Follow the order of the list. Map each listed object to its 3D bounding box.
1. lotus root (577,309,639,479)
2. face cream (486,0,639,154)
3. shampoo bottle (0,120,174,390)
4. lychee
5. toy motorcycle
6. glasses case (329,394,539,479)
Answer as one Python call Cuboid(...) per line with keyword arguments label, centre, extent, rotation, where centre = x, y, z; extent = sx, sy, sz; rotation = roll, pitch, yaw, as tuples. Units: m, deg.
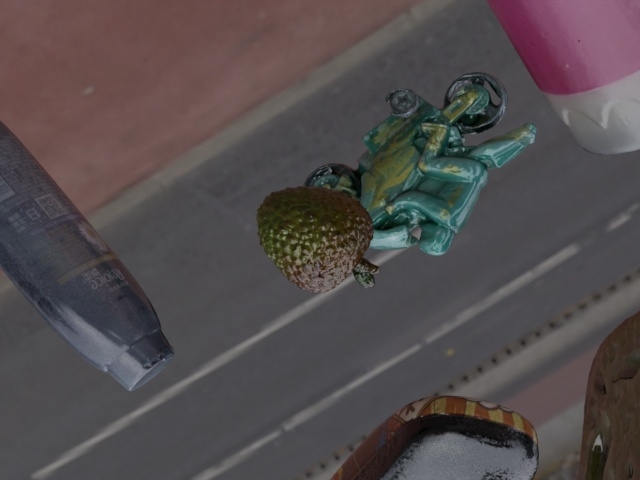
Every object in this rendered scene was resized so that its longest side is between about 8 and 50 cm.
Cuboid(label="lotus root", centre=(0.417, 0.242, 1.712), extent=(0.375, 0.111, 0.390), rotation=(-97, -162, -70))
Cuboid(label="face cream", centre=(0.241, -0.195, 1.133), extent=(0.175, 0.195, 0.175), rotation=(-31, -158, 14))
Cuboid(label="shampoo bottle", centre=(-0.195, 0.007, 0.995), extent=(0.049, 0.234, 0.087), rotation=(-46, 172, 32))
Cuboid(label="lychee", centre=(0.000, 0.000, 1.434), extent=(0.114, 0.146, 0.114), rotation=(-57, 179, -2))
Cuboid(label="toy motorcycle", centre=(0.127, -0.083, 1.711), extent=(0.296, 0.198, 0.109), rotation=(-38, 156, 5))
Cuboid(label="glasses case", centre=(0.078, 0.227, 1.196), extent=(0.122, 0.082, 0.321), rotation=(18, 142, -13))
